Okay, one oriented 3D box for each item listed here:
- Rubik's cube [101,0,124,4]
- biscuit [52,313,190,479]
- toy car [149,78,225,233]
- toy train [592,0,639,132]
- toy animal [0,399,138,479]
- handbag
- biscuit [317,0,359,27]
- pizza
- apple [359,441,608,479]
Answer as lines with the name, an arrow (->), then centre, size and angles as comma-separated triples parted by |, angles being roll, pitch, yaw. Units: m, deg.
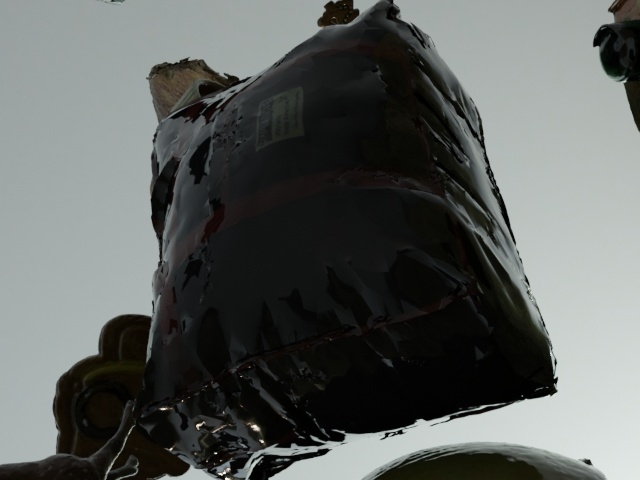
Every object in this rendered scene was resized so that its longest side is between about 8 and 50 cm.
Rubik's cube -> -0.348, -0.471, 1.272 | 0.182, 0.184, 0.187 | -51, -12, 20
biscuit -> -0.273, 0.248, 1.260 | 0.208, 0.041, 0.290 | 7, -88, -16
toy car -> -0.052, -0.067, 0.830 | 0.145, 0.235, 0.235 | -47, -24, 17
toy train -> 0.215, -0.095, 0.382 | 0.099, 0.188, 0.072 | 130, 131, -72
toy animal -> -0.233, 0.245, 0.807 | 0.087, 0.243, 0.260 | -58, -14, 27
handbag -> 0.000, 0.000, 0.428 | 0.155, 0.169, 0.215 | 43, -151, -38
biscuit -> 0.041, -0.396, 1.606 | 0.092, 0.082, 0.016 | 44, -154, -29
pizza -> -0.135, -0.179, 1.164 | 0.069, 0.226, 0.147 | -49, -58, -38
apple -> 0.058, 0.181, 0.380 | 0.207, 0.174, 0.188 | -47, -37, -29
